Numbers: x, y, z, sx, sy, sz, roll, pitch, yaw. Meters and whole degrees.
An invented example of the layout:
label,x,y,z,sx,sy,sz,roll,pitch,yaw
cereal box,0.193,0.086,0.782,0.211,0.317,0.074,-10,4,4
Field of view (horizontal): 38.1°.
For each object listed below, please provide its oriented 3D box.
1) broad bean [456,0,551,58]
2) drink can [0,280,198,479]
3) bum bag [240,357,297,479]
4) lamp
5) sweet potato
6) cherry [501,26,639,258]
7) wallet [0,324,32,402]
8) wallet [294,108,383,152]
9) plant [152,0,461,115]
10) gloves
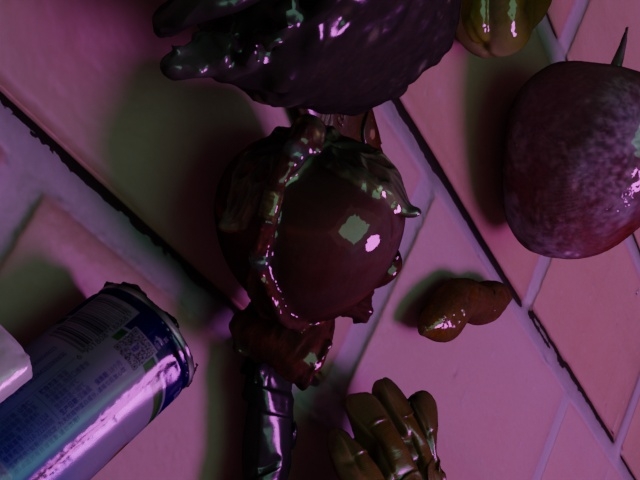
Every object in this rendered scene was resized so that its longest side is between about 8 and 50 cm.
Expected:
label,x,y,z,sx,sy,sz,roll,pitch,yaw
broad bean,0.197,-0.269,1.000,0.174,0.082,0.124,-61,141,-38
drink can,-0.188,0.128,0.579,0.235,0.097,0.097,-44,131,-39
bum bag,-0.049,0.175,0.814,0.087,0.049,0.197,-26,121,-74
lamp,-0.009,-0.008,0.754,0.215,0.151,0.223,-37,159,-49
sweet potato,0.171,0.071,1.067,0.218,0.051,0.065,-13,105,-51
cherry,0.321,-0.112,1.086,0.236,0.213,0.285,14,97,-45
wallet,-0.253,0.095,0.498,0.190,0.095,0.033,-41,171,-37
wallet,0.025,-0.085,0.859,0.095,0.026,0.176,-50,135,-36
plant,-0.022,-0.197,0.618,0.199,0.188,0.276,-43,160,13
gloves,0.037,0.290,0.867,0.331,0.141,0.154,-59,154,-17
